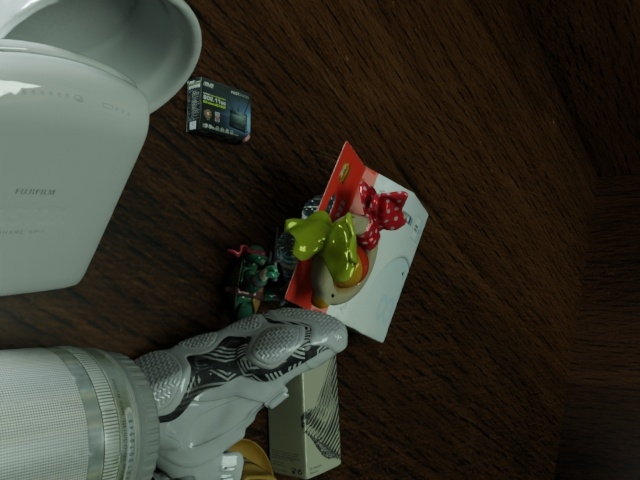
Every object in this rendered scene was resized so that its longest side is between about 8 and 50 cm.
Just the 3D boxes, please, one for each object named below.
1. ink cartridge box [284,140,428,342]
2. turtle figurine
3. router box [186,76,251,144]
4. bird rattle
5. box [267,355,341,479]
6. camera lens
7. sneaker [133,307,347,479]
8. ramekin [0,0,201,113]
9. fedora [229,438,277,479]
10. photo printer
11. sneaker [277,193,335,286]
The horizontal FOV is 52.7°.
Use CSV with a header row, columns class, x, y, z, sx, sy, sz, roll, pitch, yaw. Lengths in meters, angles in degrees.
class,x,y,z,sx,sy,sz,roll,pitch,yaw
ink cartridge box,0.089,0.021,1.274,0.308,0.091,0.385,-69,156,-8
turtle figurine,-0.109,0.096,1.133,0.175,0.118,0.234,35,65,-72
router box,-0.177,-0.225,1.137,0.122,0.038,0.092,6,81,-51
bird rattle,0.045,0.009,1.130,0.253,0.143,0.207,-30,135,-54
box,-0.033,0.296,1.228,0.113,0.094,0.275,-2,89,-51
camera lens,-0.354,0.233,0.734,0.274,0.219,0.219,7,81,-51
sneaker,-0.122,0.246,1.004,0.366,0.137,0.210,-17,114,-11
ramekin,-0.302,-0.258,0.800,0.277,0.277,0.135,-10,66,-51
fedora,-0.125,0.440,1.113,0.194,0.079,0.194,7,81,-50
photo printer,-0.346,-0.075,0.729,0.256,0.107,0.307,-3,132,-52
sneaker,0.000,0.000,1.311,0.283,0.110,0.122,-43,141,-45
